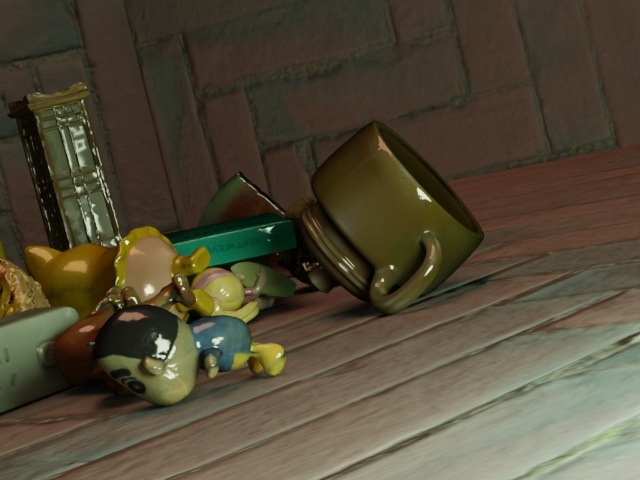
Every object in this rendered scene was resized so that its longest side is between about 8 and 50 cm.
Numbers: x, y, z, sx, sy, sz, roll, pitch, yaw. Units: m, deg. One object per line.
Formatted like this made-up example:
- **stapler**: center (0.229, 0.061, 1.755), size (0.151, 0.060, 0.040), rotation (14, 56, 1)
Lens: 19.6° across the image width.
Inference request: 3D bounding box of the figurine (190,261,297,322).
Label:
- **figurine**: center (-0.090, 0.069, 2.203), size (0.083, 0.083, 0.187), rotation (-12, -8, 26)

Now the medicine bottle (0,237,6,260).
- **medicine bottle**: center (-0.558, 0.093, 2.216), size (0.384, 0.224, 0.224), rotation (-14, 4, -11)

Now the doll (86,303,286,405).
- **doll**: center (-0.122, 0.106, 1.654), size (0.179, 0.088, 0.102), rotation (10, -5, -21)

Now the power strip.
- **power strip**: center (-0.364, 0.141, 1.851), size (0.062, 0.091, 0.385), rotation (-8, 6, 36)

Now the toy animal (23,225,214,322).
- **toy animal**: center (-0.229, 0.063, 2.115), size (0.230, 0.156, 0.156), rotation (-13, 4, 25)

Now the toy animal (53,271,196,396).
- **toy animal**: center (-0.198, 0.103, 1.847), size (0.158, 0.097, 0.312), rotation (-23, 6, -28)

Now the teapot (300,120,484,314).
- **teapot**: center (0.061, -0.003, 2.010), size (0.175, 0.185, 0.267), rotation (-45, 29, 13)

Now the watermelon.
- **watermelon**: center (-0.084, -0.014, 2.688), size (0.202, 0.207, 0.136), rotation (2, 30, -4)

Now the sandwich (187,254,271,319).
- **sandwich**: center (-0.125, 0.053, 2.390), size (0.116, 0.074, 0.074), rotation (-14, 4, -23)

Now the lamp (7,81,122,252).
- **lamp**: center (-0.304, -0.031, 2.341), size (0.090, 0.325, 0.089), rotation (-17, 4, -27)

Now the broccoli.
- **broccoli**: center (0.000, 0.000, 2.398), size (0.130, 0.120, 0.131), rotation (-28, 34, 13)

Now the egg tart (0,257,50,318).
- **egg tart**: center (-0.411, 0.108, 2.049), size (0.234, 0.094, 0.234), rotation (-1, 44, 1)

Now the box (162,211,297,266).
- **box**: center (-0.121, 0.002, 2.283), size (0.161, 0.042, 0.226), rotation (-11, 5, -7)
